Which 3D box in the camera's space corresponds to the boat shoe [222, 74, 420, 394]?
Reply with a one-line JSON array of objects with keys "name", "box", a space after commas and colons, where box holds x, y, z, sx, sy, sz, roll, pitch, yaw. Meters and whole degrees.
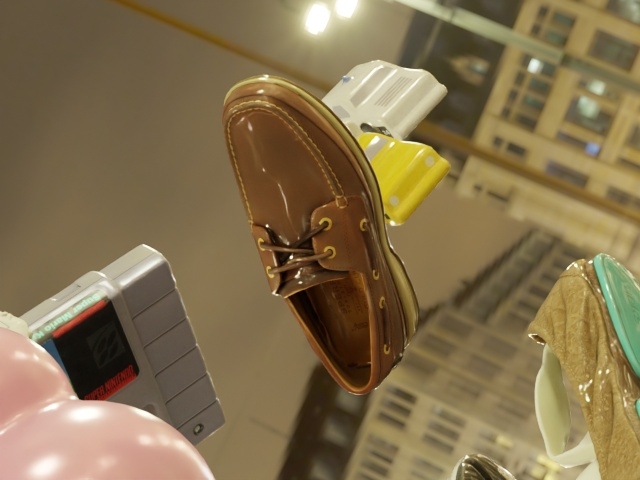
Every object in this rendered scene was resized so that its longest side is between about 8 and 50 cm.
[{"name": "boat shoe", "box": [0.000, 0.000, 0.801, 0.178, 0.064, 0.060, 64, -153, -27]}]

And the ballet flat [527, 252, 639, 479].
[{"name": "ballet flat", "box": [0.235, 0.152, 1.255, 0.124, 0.116, 0.342, -44, 35, 23]}]

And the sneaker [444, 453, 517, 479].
[{"name": "sneaker", "box": [0.073, 0.410, 1.393, 0.257, 0.169, 0.447, -39, 19, 28]}]

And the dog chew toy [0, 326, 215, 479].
[{"name": "dog chew toy", "box": [-0.115, 0.174, 0.774, 0.206, 0.332, 0.206, -40, -12, -11]}]

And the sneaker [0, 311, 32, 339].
[{"name": "sneaker", "box": [-0.265, 0.077, 1.262, 0.061, 0.152, 0.054, -38, -14, -10]}]

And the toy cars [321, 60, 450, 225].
[{"name": "toy cars", "box": [0.039, -0.108, 1.613, 0.176, 0.087, 0.394, -34, 19, 17]}]

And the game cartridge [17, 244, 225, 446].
[{"name": "game cartridge", "box": [-0.260, 0.181, 1.452, 0.355, 0.068, 0.230, -35, -44, -23]}]
